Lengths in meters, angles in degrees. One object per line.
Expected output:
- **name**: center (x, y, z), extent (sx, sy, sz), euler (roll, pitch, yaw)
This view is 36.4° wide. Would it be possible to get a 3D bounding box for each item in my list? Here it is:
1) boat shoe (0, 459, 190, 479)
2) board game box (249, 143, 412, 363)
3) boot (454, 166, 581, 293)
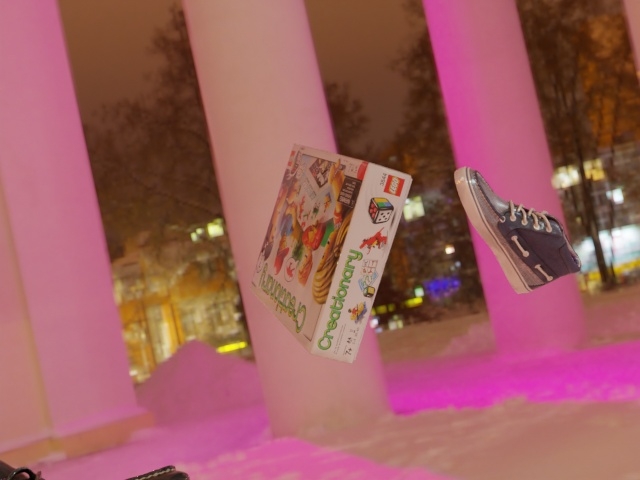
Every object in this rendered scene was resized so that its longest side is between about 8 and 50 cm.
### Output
- **boat shoe**: center (-0.279, 0.252, 0.847), extent (0.340, 0.113, 0.127), euler (-23, -19, -7)
- **board game box**: center (0.000, 0.000, 1.068), extent (0.053, 0.193, 0.305), euler (16, 4, -17)
- **boot**: center (0.239, -0.024, 1.173), extent (0.086, 0.190, 0.069), euler (-24, 28, 24)
